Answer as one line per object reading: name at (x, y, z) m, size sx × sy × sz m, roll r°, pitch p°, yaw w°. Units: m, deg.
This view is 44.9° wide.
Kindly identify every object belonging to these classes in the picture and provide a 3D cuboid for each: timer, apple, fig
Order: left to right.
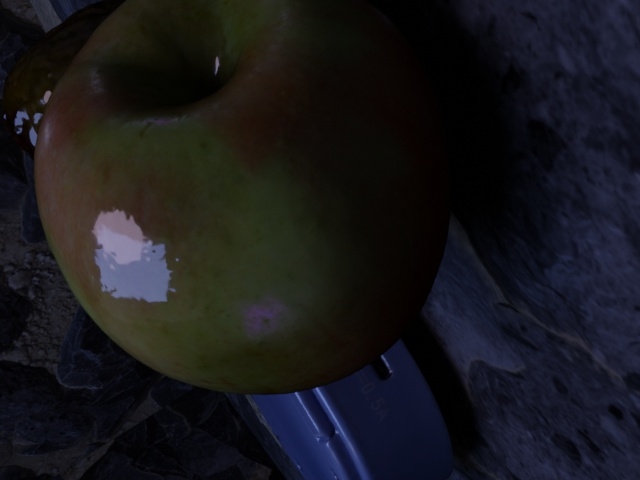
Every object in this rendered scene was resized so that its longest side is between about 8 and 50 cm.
fig at (-0.238, -0.238, 0.993) m, size 0.286 × 0.286 × 0.369 m, roll 51°, pitch 131°, yaw 24°
apple at (-0.048, -0.039, 0.605) m, size 0.319 × 0.319 × 0.277 m, roll 45°, pitch 171°, yaw 38°
timer at (0.030, 0.196, 0.998) m, size 0.395 × 0.173 × 0.395 m, roll 50°, pitch 160°, yaw 27°
